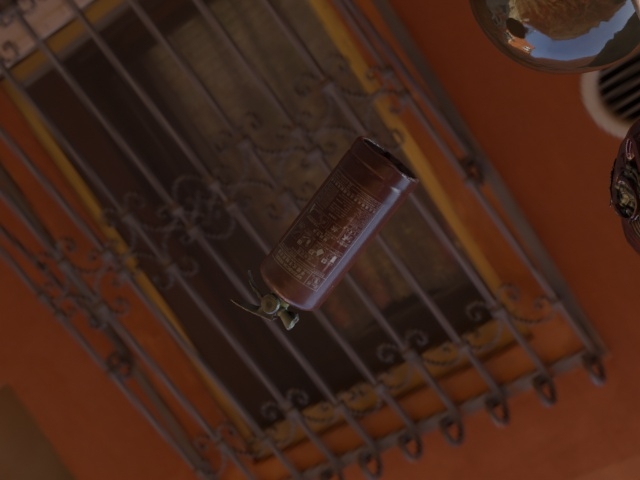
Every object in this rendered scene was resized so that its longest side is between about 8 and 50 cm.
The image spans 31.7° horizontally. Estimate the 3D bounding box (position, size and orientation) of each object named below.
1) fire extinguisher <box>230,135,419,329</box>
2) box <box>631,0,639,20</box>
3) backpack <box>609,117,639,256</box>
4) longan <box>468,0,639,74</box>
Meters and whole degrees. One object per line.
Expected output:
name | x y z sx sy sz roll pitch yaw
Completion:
fire extinguisher | 0.000 0.000 1.391 0.269 0.105 0.105 -52 -174 13
box | 0.251 -0.296 0.957 0.032 0.220 0.122 -18 -134 14
backpack | 0.502 -0.044 1.417 0.197 0.283 0.317 -33 -142 -29
longan | 0.297 -0.314 1.315 0.258 0.258 0.258 -34 -170 7
